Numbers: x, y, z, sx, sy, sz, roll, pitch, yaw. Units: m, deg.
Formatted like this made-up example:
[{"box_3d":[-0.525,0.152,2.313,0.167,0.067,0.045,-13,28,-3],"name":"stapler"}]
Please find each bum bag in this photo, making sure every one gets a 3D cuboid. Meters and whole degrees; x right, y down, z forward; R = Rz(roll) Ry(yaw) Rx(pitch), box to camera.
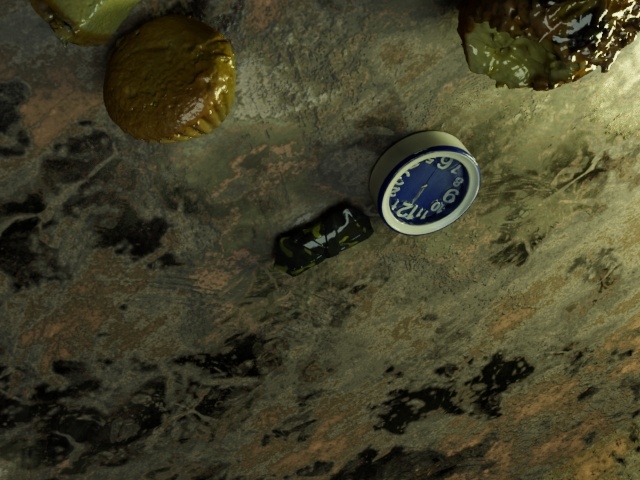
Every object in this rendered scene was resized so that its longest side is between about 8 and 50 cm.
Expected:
[{"box_3d":[0.000,0.000,1.914,0.232,0.060,0.107,-28,126,0],"name":"bum bag"}]

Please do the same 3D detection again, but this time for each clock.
[{"box_3d":[0.220,-0.120,1.885,0.230,0.083,0.230,-13,136,-13],"name":"clock"}]

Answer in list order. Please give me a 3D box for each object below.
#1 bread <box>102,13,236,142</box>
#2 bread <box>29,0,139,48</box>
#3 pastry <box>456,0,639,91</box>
[{"box_3d":[-0.242,-0.256,1.465,0.240,0.240,0.139,-31,145,6],"name":"bread"},{"box_3d":[-0.364,-0.382,1.415,0.147,0.127,0.152,-43,166,15],"name":"bread"},{"box_3d":[0.411,-0.431,1.510,0.292,0.405,0.337,30,86,-1],"name":"pastry"}]
